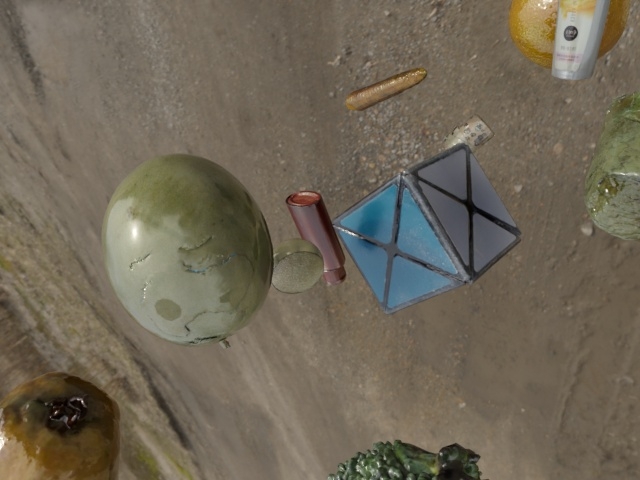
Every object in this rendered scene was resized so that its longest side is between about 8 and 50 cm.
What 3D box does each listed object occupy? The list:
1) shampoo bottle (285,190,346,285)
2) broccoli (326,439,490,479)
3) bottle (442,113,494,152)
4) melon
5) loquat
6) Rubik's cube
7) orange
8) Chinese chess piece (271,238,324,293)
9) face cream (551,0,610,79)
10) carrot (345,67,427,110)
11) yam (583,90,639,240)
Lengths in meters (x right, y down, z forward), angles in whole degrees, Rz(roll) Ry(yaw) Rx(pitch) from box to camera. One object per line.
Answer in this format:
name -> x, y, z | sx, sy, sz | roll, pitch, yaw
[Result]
shampoo bottle -> 0.000, 0.000, 1.242 | 0.102, 0.064, 0.260 | 11, 137, 38
broccoli -> 0.133, 0.362, 0.564 | 0.243, 0.247, 0.263 | 40, 175, -33
bottle -> 0.436, -0.302, 1.519 | 0.152, 0.099, 0.099 | -41, 95, 19
melon -> -0.212, 0.022, 0.832 | 0.268, 0.269, 0.330 | -48, 63, 50
loquat -> -0.322, 0.259, 0.592 | 0.187, 0.176, 0.234 | 54, 132, 36
Rubik's cube -> 0.226, -0.022, 1.079 | 0.260, 0.255, 0.259 | 57, 140, 4
orange -> 0.614, -0.564, 1.252 | 0.274, 0.274, 0.274 | 23, 136, 24
Chinese chess piece -> -0.053, 0.052, 1.022 | 0.051, 0.122, 0.122 | -118, 20, -47
face cream -> 0.561, -0.490, 1.082 | 0.107, 0.073, 0.269 | 24, 133, 38
carrot -> 0.188, -0.430, 1.439 | 0.314, 0.066, 0.066 | -3, 122, 53
yam -> 0.645, -0.154, 0.998 | 0.195, 0.300, 0.195 | 21, 149, 14
